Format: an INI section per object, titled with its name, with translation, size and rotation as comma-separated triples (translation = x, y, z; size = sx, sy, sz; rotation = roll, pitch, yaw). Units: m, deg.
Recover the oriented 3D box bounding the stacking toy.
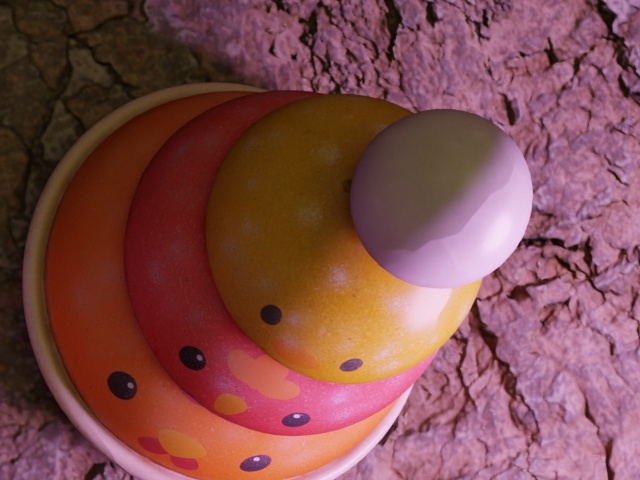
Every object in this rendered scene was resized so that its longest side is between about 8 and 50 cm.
[stacking toy]
translation = 0.000, 0.000, 1.414
size = 0.350, 0.480, 0.350
rotation = 5, 76, -21
